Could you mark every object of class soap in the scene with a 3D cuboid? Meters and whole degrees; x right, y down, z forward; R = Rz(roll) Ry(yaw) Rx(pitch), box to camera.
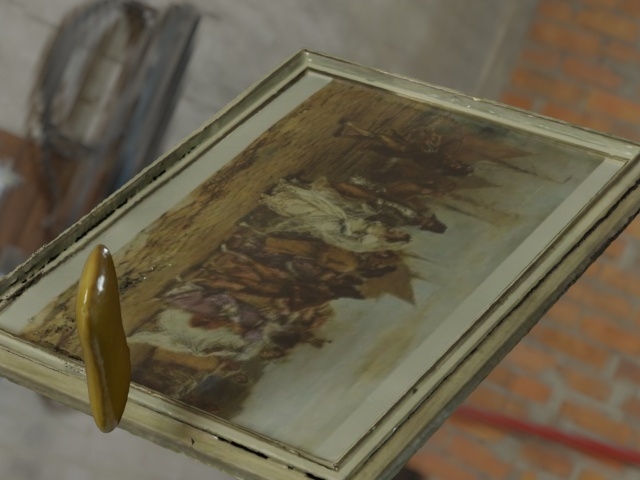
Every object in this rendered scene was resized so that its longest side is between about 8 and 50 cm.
[{"bbox_3d":[-0.075,0.035,0.685,0.012,0.034,0.089,7,-38,6],"label":"soap"}]

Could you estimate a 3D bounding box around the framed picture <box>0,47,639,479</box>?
[{"bbox_3d":[0.000,0.000,0.842,0.217,0.274,0.017,18,-49,28],"label":"framed picture"}]
